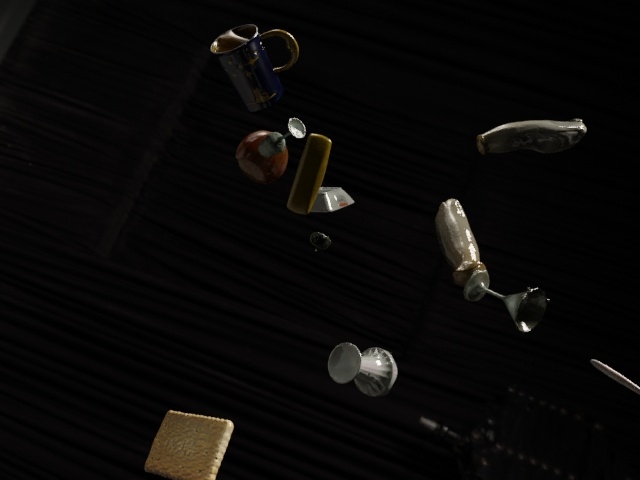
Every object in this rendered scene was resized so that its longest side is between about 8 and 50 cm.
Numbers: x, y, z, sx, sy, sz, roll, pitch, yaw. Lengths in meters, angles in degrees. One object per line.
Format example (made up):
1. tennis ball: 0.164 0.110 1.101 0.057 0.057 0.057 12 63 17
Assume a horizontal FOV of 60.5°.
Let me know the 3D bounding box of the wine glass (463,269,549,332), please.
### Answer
1. wine glass: 0.593 0.186 1.786 0.156 0.232 0.156 -12 113 -30

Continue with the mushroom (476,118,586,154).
1. mushroom: 0.649 -0.322 1.694 0.109 0.352 0.097 98 -16 -59

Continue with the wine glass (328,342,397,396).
1. wine glass: 0.132 0.414 1.767 0.197 0.165 0.164 25 85 -46

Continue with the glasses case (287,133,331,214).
1. glasses case: -0.030 -0.189 1.579 0.064 0.079 0.234 -70 177 -83

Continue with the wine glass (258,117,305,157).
1. wine glass: -0.140 -0.356 1.929 0.196 0.079 0.079 -22 -148 47

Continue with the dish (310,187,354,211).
1. dish: 0.021 -0.152 1.950 0.234 0.154 0.064 -24 113 -57

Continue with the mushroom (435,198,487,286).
1. mushroom: 0.527 0.019 2.108 0.407 0.138 0.154 -91 -164 -48

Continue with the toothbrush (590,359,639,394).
1. toothbrush: 0.971 0.460 1.674 0.030 0.307 0.025 -14 133 -56

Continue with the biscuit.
1. biscuit: -0.324 0.507 1.346 0.030 0.250 0.160 45 51 -39

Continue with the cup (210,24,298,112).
1. cup: -0.210 -0.593 1.897 0.256 0.255 0.178 62 37 -41

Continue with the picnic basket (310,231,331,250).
1. picnic basket: 0.000 0.000 2.122 0.065 0.083 0.083 -54 -174 24

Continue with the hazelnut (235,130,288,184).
1. hazelnut: -0.229 -0.335 2.177 0.176 0.215 0.214 -75 -176 -81
